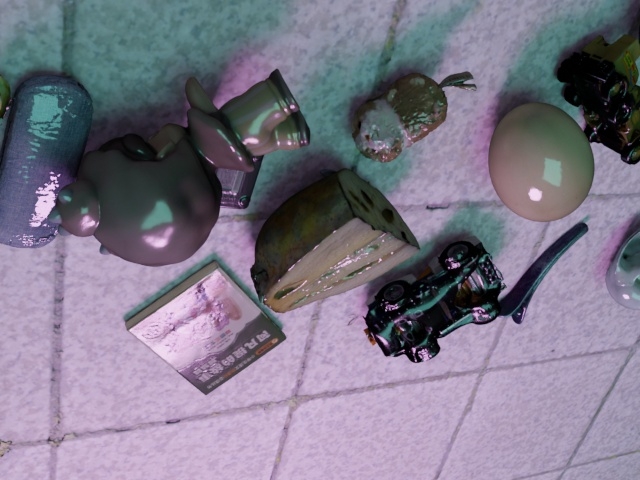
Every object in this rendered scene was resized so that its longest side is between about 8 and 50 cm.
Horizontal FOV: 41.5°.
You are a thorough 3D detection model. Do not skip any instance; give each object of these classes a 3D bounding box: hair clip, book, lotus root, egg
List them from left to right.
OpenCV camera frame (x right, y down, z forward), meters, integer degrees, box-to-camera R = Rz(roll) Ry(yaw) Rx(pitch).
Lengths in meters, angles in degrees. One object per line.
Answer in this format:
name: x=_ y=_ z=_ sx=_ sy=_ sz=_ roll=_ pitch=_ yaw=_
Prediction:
book: x=-0.207 y=0.170 z=1.581 sx=0.202 sy=0.027 sz=0.264 roll=-35 pitch=135 yaw=2
lotus root: x=-0.004 y=0.009 z=1.474 sx=0.260 sy=0.149 sz=0.267 roll=-34 pitch=153 yaw=19
egg: x=0.398 y=-0.142 z=1.530 sx=0.186 sy=0.186 sz=0.242 roll=-28 pitch=129 yaw=-5
hair clip: x=0.490 y=0.070 z=1.858 sx=0.083 sy=0.048 sz=0.275 roll=22 pitch=113 yaw=-35

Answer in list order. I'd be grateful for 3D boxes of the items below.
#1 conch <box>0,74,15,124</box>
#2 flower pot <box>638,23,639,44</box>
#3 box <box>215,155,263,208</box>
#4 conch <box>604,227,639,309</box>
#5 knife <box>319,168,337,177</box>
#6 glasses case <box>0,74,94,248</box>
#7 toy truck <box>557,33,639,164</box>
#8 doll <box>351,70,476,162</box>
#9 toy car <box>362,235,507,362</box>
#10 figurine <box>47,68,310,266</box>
conch: x=-0.466 y=-0.173 z=1.127 sx=0.105 sy=0.079 sz=0.170 roll=5 pitch=140 yaw=-24
flower pot: x=0.673 y=-0.373 z=1.487 sx=0.243 sy=0.157 sz=0.189 roll=-11 pitch=104 yaw=-23
box: x=-0.159 y=-0.108 z=1.372 sx=0.125 sy=0.027 sz=0.126 roll=2 pitch=125 yaw=-29
conch: x=0.739 y=0.051 z=1.921 sx=0.185 sy=0.121 sz=0.221 roll=22 pitch=107 yaw=-35
knife: x=0.062 y=-0.071 z=1.530 sx=0.028 sy=0.015 sz=0.210 roll=-34 pitch=135 yaw=10
glasses case: x=-0.405 y=-0.106 z=1.215 sx=0.109 sy=0.067 sz=0.282 roll=3 pitch=123 yaw=-34
toy truck: x=0.543 y=-0.259 z=1.559 sx=0.127 sy=0.127 sz=0.257 roll=-46 pitch=136 yaw=-7
doll: x=0.148 y=-0.218 z=1.388 sx=0.221 sy=0.105 sz=0.115 roll=-39 pitch=171 yaw=6
toy car: x=0.224 y=0.120 z=1.708 sx=0.301 sy=0.118 sz=0.193 roll=-31 pitch=126 yaw=-1
figurine: x=-0.192 y=-0.098 z=1.229 sx=0.380 sy=0.203 sz=0.248 roll=-33 pitch=167 yaw=1
